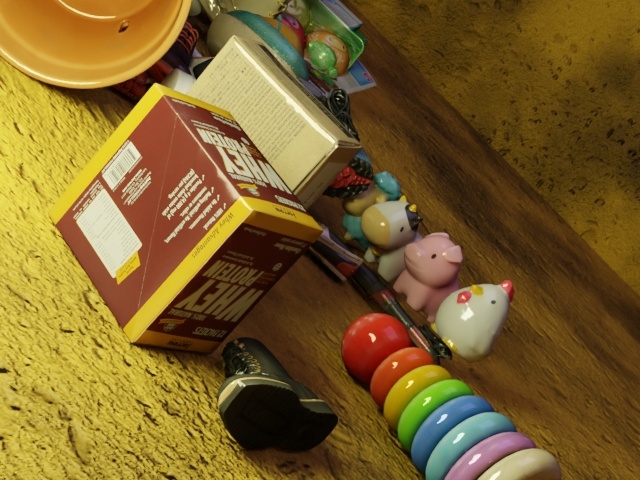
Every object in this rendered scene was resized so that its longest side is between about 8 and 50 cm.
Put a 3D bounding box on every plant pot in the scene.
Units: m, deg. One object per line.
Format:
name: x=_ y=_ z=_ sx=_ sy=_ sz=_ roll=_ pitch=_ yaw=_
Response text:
plant pot: x=-0.299 y=-0.362 z=1.717 sx=0.291 sy=0.291 sz=0.203 roll=38 pitch=16 yaw=-13

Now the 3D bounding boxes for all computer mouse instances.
computer mouse: x=-0.057 y=-0.233 z=1.957 sx=0.262 sy=0.060 sz=0.184 roll=21 pitch=23 yaw=-12

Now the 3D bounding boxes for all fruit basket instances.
fruit basket: x=-0.049 y=-0.415 z=2.673 sx=0.327 sy=0.165 sz=0.353 roll=45 pitch=20 yaw=8

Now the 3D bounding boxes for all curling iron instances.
curling iron: x=0.091 y=0.084 z=1.941 sx=0.274 sy=0.035 sz=0.068 roll=45 pitch=3 yaw=17

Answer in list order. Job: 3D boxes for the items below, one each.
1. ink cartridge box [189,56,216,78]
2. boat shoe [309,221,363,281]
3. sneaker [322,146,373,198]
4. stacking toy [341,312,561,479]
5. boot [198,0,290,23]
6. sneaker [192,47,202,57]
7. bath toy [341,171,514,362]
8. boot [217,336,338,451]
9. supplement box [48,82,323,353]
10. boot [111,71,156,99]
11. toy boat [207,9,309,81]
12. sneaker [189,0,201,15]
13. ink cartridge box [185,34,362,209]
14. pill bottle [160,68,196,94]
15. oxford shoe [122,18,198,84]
ink cartridge box: x=-0.132 y=-0.247 z=2.104 sx=0.115 sy=0.067 sz=0.198 roll=3 pitch=1 yaw=19
boat shoe: x=0.000 y=0.000 z=1.908 sx=0.137 sy=0.043 sz=0.049 roll=43 pitch=0 yaw=-2
sneaker: x=-0.048 y=-0.152 z=2.006 sx=0.262 sy=0.104 sz=0.125 roll=24 pitch=30 yaw=-23
stacking toy: x=0.130 y=0.205 z=1.578 sx=0.141 sy=0.141 sz=0.330 roll=22 pitch=20 yaw=-50
boot: x=-0.085 y=-0.414 z=2.454 sx=0.262 sy=0.203 sz=0.095 roll=57 pitch=11 yaw=-3
sneaker: x=-0.244 y=-0.321 z=2.157 sx=0.076 sy=0.065 sz=0.166 roll=25 pitch=22 yaw=-36
bath toy: x=0.159 y=0.035 z=1.957 sx=0.151 sy=0.129 sz=0.348 roll=39 pitch=6 yaw=-45
boot: x=-0.078 y=0.143 z=1.351 sx=0.137 sy=0.077 sz=0.198 roll=46 pitch=3 yaw=29
supplement box: x=-0.142 y=-0.019 z=1.379 sx=0.194 sy=0.191 sz=0.129 roll=52 pitch=19 yaw=29
boot: x=-0.282 y=-0.237 z=1.862 sx=0.084 sy=0.059 sz=0.158 roll=50 pitch=16 yaw=9
toy boat: x=-0.127 y=-0.367 z=2.244 sx=0.318 sy=0.148 sz=0.267 roll=49 pitch=-5 yaw=-30
sneaker: x=-0.272 y=-0.442 z=2.436 sx=0.152 sy=0.054 sz=0.061 roll=28 pitch=45 yaw=-51
ink cartridge box: x=-0.098 y=-0.094 z=1.595 sx=0.193 sy=0.234 sz=0.088 roll=47 pitch=18 yaw=16
pill bottle: x=-0.128 y=-0.146 z=1.835 sx=0.216 sy=0.121 sz=0.121 roll=28 pitch=20 yaw=-22
oxford shoe: x=-0.228 y=-0.297 z=1.981 sx=0.097 sy=0.098 sz=0.271 roll=61 pitch=-4 yaw=-37
